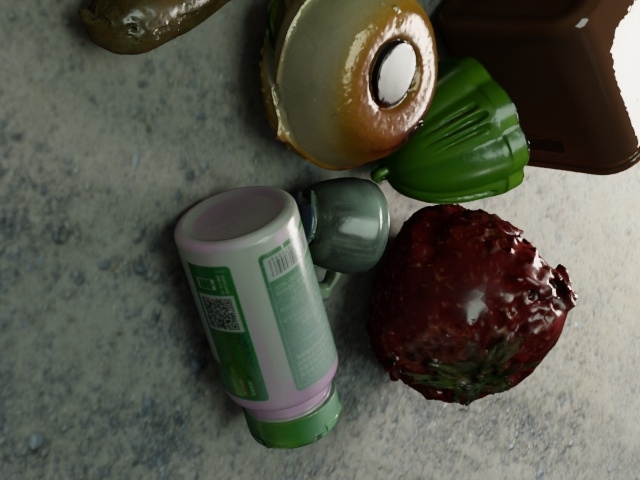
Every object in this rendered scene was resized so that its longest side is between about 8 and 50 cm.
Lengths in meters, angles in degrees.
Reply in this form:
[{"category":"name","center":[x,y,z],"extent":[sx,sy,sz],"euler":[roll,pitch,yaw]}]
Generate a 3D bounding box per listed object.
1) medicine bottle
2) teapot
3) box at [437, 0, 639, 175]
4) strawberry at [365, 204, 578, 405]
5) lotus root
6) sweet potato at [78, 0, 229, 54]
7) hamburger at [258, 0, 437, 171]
[{"category":"medicine bottle","center":[-0.058,0.088,1.318],"extent":[0.133,0.133,0.274],"euler":[-38,125,-36]},{"category":"teapot","center":[-0.001,-0.010,1.403],"extent":[0.108,0.149,0.111],"euler":[6,57,-34]},{"category":"box","center":[0.337,-0.290,1.593],"extent":[0.339,0.239,0.229],"euler":[-53,131,-25]},{"category":"strawberry","center":[0.178,0.068,1.532],"extent":[0.274,0.274,0.220],"euler":[29,40,-48]},{"category":"lotus root","center":[0.131,-0.110,1.477],"extent":[0.186,0.186,0.186],"euler":[-15,111,-46]},{"category":"sweet potato","center":[-0.123,-0.250,1.206],"extent":[0.273,0.075,0.075],"euler":[-40,127,-38]},{"category":"hamburger","center":[0.032,-0.187,1.340],"extent":[0.237,0.147,0.237],"euler":[-22,121,-43]}]
